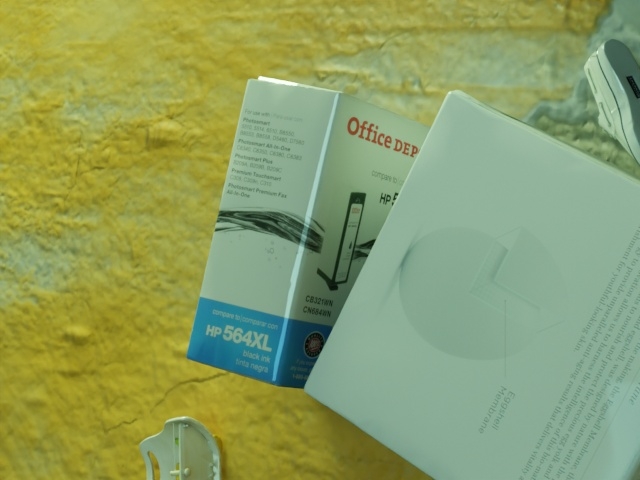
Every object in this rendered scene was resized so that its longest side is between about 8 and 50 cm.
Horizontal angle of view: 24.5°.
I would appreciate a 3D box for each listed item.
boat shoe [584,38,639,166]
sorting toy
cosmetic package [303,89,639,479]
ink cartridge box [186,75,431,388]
[{"bbox_3d":[0.205,-0.086,1.000,0.035,0.035,0.100,-44,62,51],"label":"boat shoe"},{"bbox_3d":[-0.117,0.183,1.163,0.075,0.045,0.083,-10,77,39],"label":"sorting toy"},{"bbox_3d":[0.150,0.058,0.946,0.224,0.138,0.224,32,100,34],"label":"cosmetic package"},{"bbox_3d":[0.000,0.000,1.048,0.085,0.148,0.203,13,90,35],"label":"ink cartridge box"}]
